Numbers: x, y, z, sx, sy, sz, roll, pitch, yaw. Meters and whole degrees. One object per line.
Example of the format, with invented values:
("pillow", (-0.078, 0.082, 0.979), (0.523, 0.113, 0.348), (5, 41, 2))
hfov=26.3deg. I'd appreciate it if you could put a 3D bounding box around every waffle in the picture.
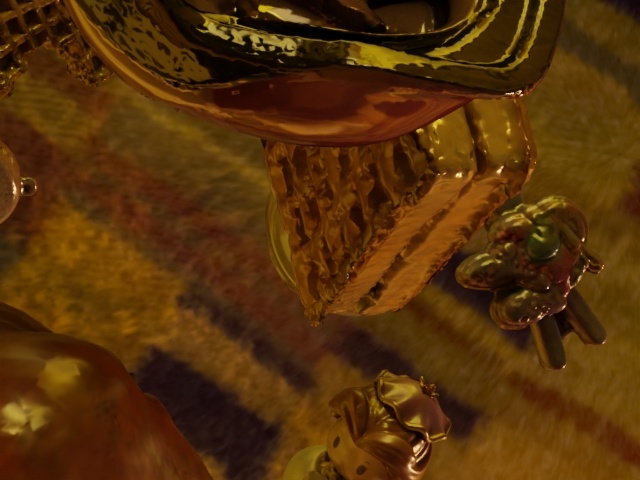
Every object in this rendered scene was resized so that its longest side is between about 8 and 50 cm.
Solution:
("waffle", (0.042, -0.079, 1.002), (0.091, 0.308, 0.213), (-9, 72, -18))
("waffle", (-0.295, -0.219, 1.455), (0.051, 0.194, 0.149), (5, 92, 36))

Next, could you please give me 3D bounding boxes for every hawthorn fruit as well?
("hawthorn fruit", (-0.161, 0.148, 0.552), (0.199, 0.199, 0.251), (35, 66, 8))

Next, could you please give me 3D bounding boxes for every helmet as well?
("helmet", (-0.020, -0.129, 0.702), (0.253, 0.198, 0.154), (27, 142, -12))

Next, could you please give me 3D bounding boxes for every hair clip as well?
("hair clip", (0.167, -0.014, 1.250), (0.137, 0.090, 0.278), (-29, 81, -20))

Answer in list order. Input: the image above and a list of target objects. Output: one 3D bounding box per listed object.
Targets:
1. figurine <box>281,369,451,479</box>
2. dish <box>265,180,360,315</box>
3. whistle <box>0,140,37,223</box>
("figurine", (0.050, 0.266, 1.659), (0.142, 0.189, 0.263), (45, 121, 17))
("dish", (0.000, 0.000, 1.569), (0.086, 0.228, 0.236), (-31, 115, 25))
("whistle", (-0.380, -0.058, 1.295), (0.220, 0.057, 0.107), (1, 127, -14))
